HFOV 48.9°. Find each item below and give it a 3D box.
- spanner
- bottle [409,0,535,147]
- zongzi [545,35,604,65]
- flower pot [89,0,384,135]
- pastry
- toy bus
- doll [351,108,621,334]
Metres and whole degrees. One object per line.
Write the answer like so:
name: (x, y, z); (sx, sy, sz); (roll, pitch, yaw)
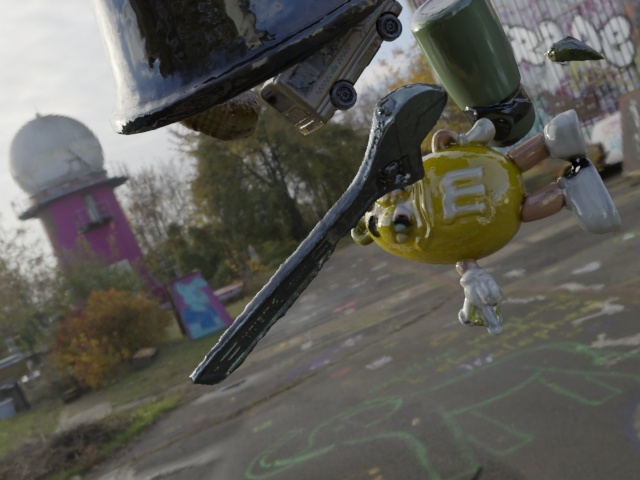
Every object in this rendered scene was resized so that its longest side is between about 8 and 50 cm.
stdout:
spanner: (0.000, 0.000, 0.594); (0.325, 0.026, 0.093); (-50, -39, 3)
bottle: (0.335, -0.357, 1.485); (0.169, 0.347, 0.168); (-29, 25, 15)
zongzi: (0.649, -0.474, 1.797); (0.109, 0.119, 0.055); (-32, -36, -34)
flower pot: (-0.127, -0.313, 0.787); (0.380, 0.251, 0.379); (-22, 25, 11)
pastry: (-0.207, -0.272, 1.366); (0.182, 0.193, 0.093); (-96, 28, -59)
toy bus: (0.021, -0.349, 1.313); (0.289, 0.157, 0.139); (-57, 16, -11)
doll: (0.283, -0.054, 1.199); (0.423, 0.348, 0.161); (-45, -30, 11)
